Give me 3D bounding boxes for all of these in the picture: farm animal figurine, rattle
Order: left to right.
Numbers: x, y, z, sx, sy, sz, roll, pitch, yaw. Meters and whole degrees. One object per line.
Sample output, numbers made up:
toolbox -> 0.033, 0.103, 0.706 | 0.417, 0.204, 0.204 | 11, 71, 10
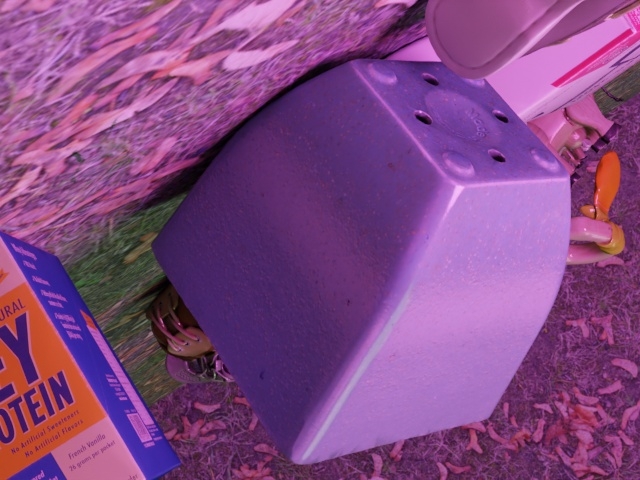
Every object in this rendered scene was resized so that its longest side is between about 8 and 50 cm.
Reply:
farm animal figurine -> 0.283, -0.130, 1.817 | 0.327, 0.172, 0.330 | -45, 176, -20
rattle -> 0.320, -0.027, 1.774 | 0.130, 0.143, 0.199 | -5, 169, -32

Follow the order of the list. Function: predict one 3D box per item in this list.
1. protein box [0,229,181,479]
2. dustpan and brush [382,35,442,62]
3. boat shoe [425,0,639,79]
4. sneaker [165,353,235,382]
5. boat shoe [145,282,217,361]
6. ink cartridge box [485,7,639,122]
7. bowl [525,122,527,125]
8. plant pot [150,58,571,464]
protein box -> -0.221, 0.119, 0.944 | 0.136, 0.201, 0.200 | -32, 174, -3
dustpan and brush -> 0.111, -0.152, 1.147 | 0.211, 0.060, 0.147 | -33, 174, 8
boat shoe -> 0.200, -0.214, 0.907 | 0.091, 0.109, 0.305 | -28, 179, -41
sneaker -> -0.159, 0.184, 2.126 | 0.281, 0.105, 0.115 | -18, -172, 33
boat shoe -> -0.146, 0.095, 1.570 | 0.120, 0.123, 0.324 | -28, 173, -15
ink cartridge box -> 0.255, -0.206, 1.265 | 0.172, 0.100, 0.237 | -36, 173, 34
bowl -> 0.142, -0.082, 1.556 | 0.297, 0.134, 0.298 | -33, 175, -3
plant pot -> 0.058, -0.008, 1.051 | 0.247, 0.248, 0.252 | -5, 138, -43
